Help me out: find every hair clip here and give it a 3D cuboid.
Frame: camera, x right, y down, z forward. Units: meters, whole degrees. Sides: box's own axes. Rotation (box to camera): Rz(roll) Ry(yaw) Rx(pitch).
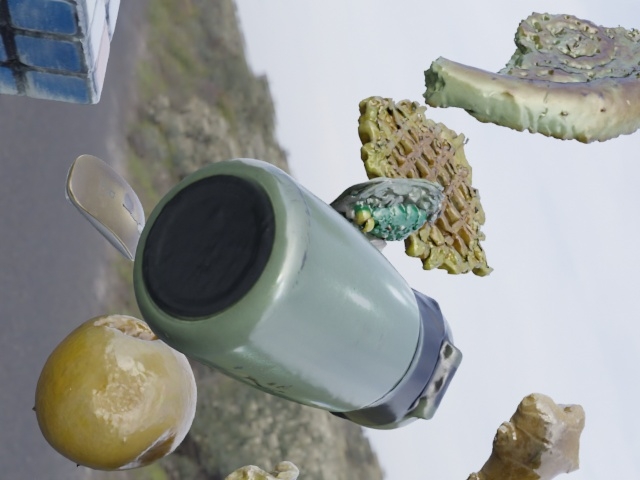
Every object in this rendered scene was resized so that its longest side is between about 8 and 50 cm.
[{"bbox_3d":[0.001,0.002,1.488,0.321,0.138,0.091,-14,-106,51],"label":"hair clip"}]

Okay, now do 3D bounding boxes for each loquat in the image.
[{"bbox_3d":[-0.260,0.203,1.691,0.213,0.213,0.213,166,-90,-88],"label":"loquat"}]

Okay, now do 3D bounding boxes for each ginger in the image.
[{"bbox_3d":[0.231,0.309,1.788,0.131,0.294,0.086,48,17,-29],"label":"ginger"}]

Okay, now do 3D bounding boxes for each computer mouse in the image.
[{"bbox_3d":[-0.319,-0.048,2.029,0.199,0.045,0.102,52,35,-44],"label":"computer mouse"}]

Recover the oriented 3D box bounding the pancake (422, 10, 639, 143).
[{"bbox_3d":[0.275,-0.189,1.398,0.197,0.376,0.054,52,-35,36],"label":"pancake"}]

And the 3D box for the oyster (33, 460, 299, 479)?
[{"bbox_3d":[-0.189,0.357,1.659,0.115,0.351,0.238,-108,178,-52],"label":"oyster"}]

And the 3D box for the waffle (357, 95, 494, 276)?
[{"bbox_3d":[0.134,-0.068,1.678,0.254,0.052,0.245,18,54,-51],"label":"waffle"}]

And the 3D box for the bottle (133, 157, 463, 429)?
[{"bbox_3d":[-0.002,0.066,1.149,0.347,0.168,0.168,36,32,-52],"label":"bottle"}]

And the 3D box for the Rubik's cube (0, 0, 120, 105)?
[{"bbox_3d":[-0.291,-0.289,1.084,0.259,0.256,0.253,100,-4,-67],"label":"Rubik's cube"}]
